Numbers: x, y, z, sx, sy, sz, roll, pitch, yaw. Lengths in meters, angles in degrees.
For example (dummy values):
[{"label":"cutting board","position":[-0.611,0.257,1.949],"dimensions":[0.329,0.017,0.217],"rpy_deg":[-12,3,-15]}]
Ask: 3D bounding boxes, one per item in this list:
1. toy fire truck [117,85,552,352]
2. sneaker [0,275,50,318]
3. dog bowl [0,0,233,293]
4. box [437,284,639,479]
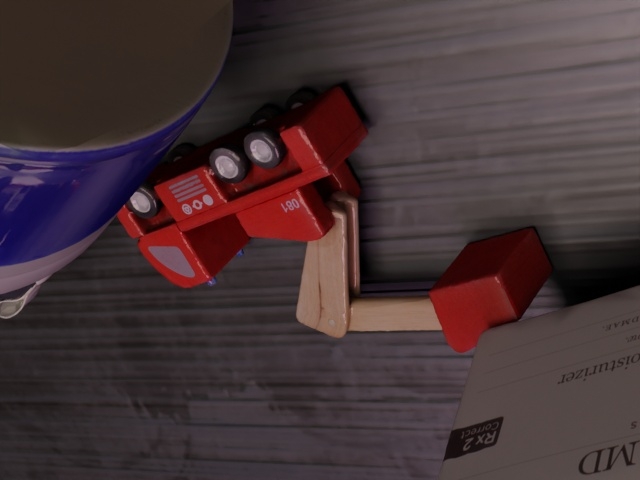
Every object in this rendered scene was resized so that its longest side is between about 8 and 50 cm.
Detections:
[{"label":"toy fire truck","position":[0.000,0.000,0.686],"dimensions":[0.192,0.047,0.135],"rpy_deg":[-20,108,40]},{"label":"sneaker","position":[-0.228,-0.047,0.766],"dimensions":[0.235,0.094,0.153],"rpy_deg":[33,123,-3]},{"label":"dog bowl","position":[-0.171,-0.112,0.577],"dimensions":[0.265,0.265,0.104],"rpy_deg":[45,129,-1]},{"label":"box","position":[0.172,0.111,0.574],"dimensions":[0.181,0.119,0.182],"rpy_deg":[-22,122,39]}]
